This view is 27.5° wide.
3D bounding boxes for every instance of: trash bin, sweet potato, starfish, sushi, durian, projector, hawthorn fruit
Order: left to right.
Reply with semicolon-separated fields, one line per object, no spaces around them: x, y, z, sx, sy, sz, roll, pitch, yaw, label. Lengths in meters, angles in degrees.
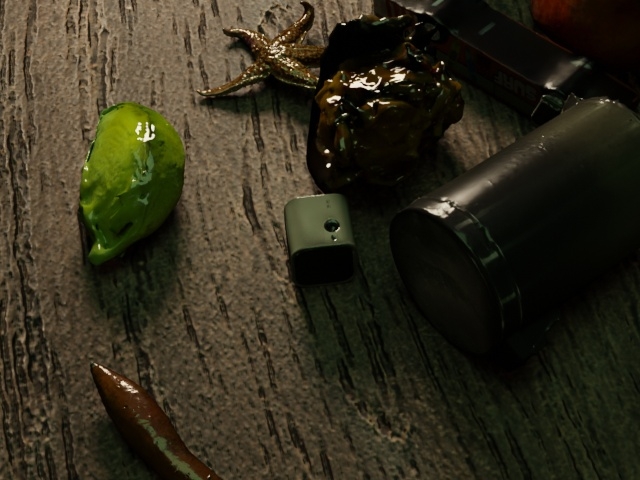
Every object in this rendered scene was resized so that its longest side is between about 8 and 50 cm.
-0.242;-0.082;1.692;0.139;0.101;0.250;-28;48;24;durian
-0.182;0.230;1.477;0.057;0.057;0.264;-34;63;-22;sweet potato
-0.060;-0.254;1.844;0.238;0.057;0.213;-27;49;-19;starfish
0.000;0.000;1.629;0.083;0.083;0.082;-7;53;-3;projector
0.077;-0.165;1.686;0.213;0.200;0.204;-12;61;-1;sushi
0.261;-0.020;1.570;0.301;0.203;0.252;-32;77;-22;trash bin
0.392;-0.341;1.810;0.261;0.224;0.224;4;44;47;hawthorn fruit

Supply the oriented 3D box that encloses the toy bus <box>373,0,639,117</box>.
0.251;-0.259;1.817;0.409;0.092;0.093;35;63;24;toy bus
